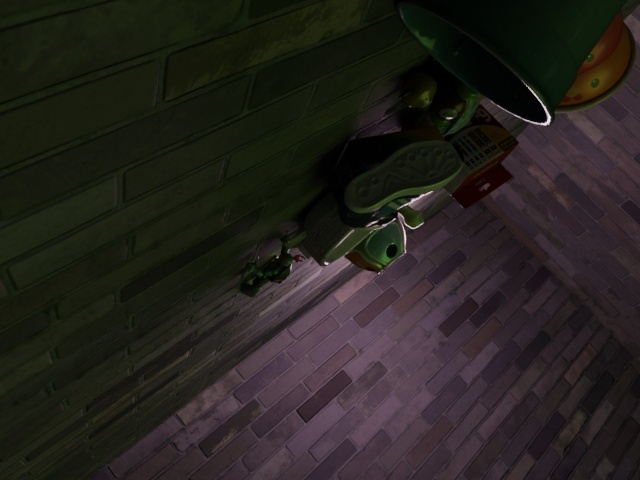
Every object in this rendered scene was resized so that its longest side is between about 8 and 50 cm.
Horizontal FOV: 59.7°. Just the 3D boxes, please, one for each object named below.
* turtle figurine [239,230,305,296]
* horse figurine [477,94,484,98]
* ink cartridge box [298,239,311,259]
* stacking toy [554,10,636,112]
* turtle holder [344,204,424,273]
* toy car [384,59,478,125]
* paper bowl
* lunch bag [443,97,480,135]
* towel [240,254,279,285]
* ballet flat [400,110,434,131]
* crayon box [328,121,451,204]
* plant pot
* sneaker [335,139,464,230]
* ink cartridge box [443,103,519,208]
[{"bbox_3d":[-0.144,0.074,1.633,0.175,0.118,0.234,-29,169,-46],"label":"turtle figurine"},{"bbox_3d":[0.469,-0.453,1.540,0.175,0.066,0.263,-19,167,17],"label":"horse figurine"},{"bbox_3d":[0.000,0.000,1.946,0.135,0.056,0.099,-28,163,-51],"label":"ink cartridge box"},{"bbox_3d":[0.643,-0.590,1.463,0.350,0.350,0.480,-43,150,6],"label":"stacking toy"},{"bbox_3d":[0.223,-0.017,2.140,0.320,0.227,0.243,-32,171,-42],"label":"turtle holder"},{"bbox_3d":[0.248,-0.342,1.324,0.188,0.148,0.155,-23,172,-24],"label":"toy car"},{"bbox_3d":[0.064,-0.062,1.699,0.284,0.148,0.284,-40,169,-9],"label":"paper bowl"},{"bbox_3d":[0.414,-0.393,1.696,0.129,0.096,0.151,-24,137,-55],"label":"lunch bag"},{"bbox_3d":[-0.189,0.112,1.833,0.152,0.023,0.113,-40,168,-4],"label":"towel"},{"bbox_3d":[0.318,-0.319,1.736,0.124,0.116,0.342,-60,163,1],"label":"ballet flat"},{"bbox_3d":[0.204,-0.209,1.528,0.323,0.083,0.203,-15,158,-24],"label":"crayon box"},{"bbox_3d":[0.364,-0.432,0.947,0.334,0.341,0.341,-53,166,12],"label":"plant pot"},{"bbox_3d":[0.194,-0.130,1.441,0.323,0.130,0.236,-25,167,-7],"label":"sneaker"},{"bbox_3d":[0.532,-0.296,1.949,0.309,0.272,0.130,-32,164,-31],"label":"ink cartridge box"}]
